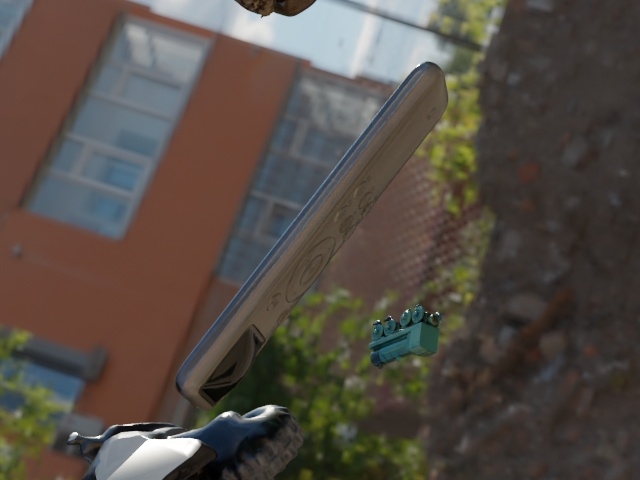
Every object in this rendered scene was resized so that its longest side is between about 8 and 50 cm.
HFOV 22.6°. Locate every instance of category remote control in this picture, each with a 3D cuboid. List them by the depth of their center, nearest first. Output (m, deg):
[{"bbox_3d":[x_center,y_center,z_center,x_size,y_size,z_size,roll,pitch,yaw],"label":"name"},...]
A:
[{"bbox_3d":[0.000,0.000,1.004,0.261,0.029,0.067,-52,-17,-9],"label":"remote control"}]

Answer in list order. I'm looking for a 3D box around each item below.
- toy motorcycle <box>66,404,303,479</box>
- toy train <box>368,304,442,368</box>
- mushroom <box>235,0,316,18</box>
[{"bbox_3d":[-0.130,0.195,1.036,0.270,0.159,0.106,-42,-65,-34],"label":"toy motorcycle"},{"bbox_3d":[0.074,0.087,1.404,0.092,0.029,0.045,-28,46,52],"label":"toy train"},{"bbox_3d":[-0.040,-0.221,1.148,0.127,0.087,0.127,157,90,-79],"label":"mushroom"}]
